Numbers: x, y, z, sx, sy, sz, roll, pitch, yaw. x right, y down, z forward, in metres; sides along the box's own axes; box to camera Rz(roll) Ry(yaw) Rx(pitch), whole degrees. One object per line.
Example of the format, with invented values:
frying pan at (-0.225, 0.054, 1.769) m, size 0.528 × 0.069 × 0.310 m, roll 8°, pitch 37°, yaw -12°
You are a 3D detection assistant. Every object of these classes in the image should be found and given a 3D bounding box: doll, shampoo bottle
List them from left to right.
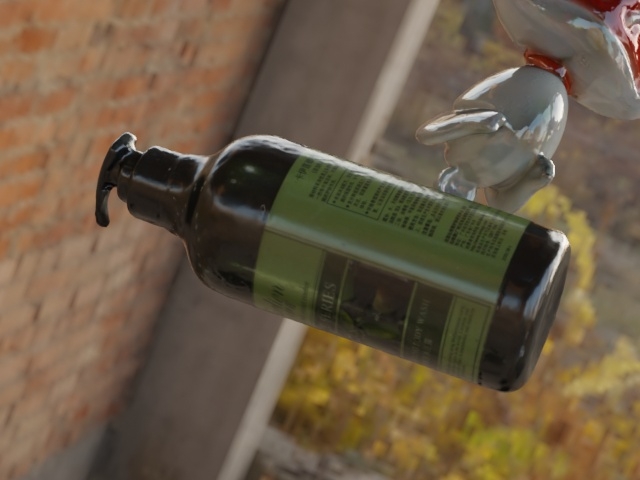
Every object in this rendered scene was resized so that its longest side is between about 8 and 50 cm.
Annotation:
shampoo bottle at (0.000, 0.000, 1.136) m, size 0.284 × 0.101 × 0.101 m, roll 19°, pitch 11°, yaw 12°
doll at (0.197, -0.169, 1.271) m, size 0.188 × 0.384 × 0.099 m, roll 42°, pitch -14°, yaw -12°
